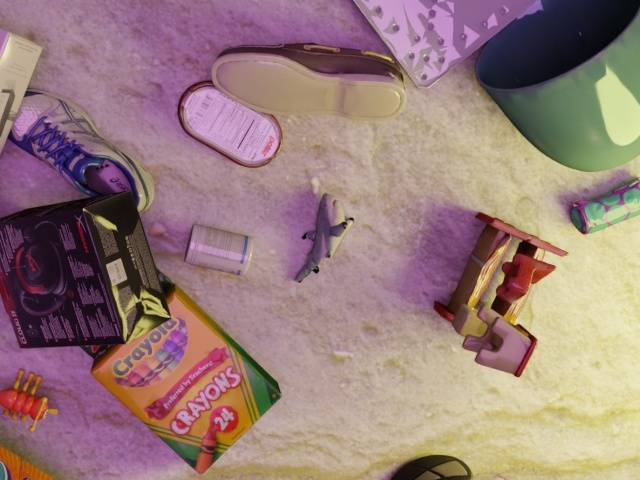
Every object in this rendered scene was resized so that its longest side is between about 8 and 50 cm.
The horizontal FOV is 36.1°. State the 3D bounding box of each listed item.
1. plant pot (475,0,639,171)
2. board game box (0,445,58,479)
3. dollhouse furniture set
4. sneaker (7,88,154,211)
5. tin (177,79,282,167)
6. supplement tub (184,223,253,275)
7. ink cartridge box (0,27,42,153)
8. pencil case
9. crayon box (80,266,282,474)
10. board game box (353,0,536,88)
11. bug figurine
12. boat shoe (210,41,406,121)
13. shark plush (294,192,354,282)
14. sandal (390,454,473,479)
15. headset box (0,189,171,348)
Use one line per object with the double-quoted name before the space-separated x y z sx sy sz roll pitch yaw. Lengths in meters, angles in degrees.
"plant pot" 0.441 -0.256 1.625 0.293 0.293 0.235 -39 117 -1
"board game box" -0.582 0.553 1.498 0.356 0.356 0.356 -45 115 9
"dollhouse furniture set" 0.323 0.092 1.614 0.152 0.374 0.201 24 97 -8
"sneaker" -0.394 -0.147 1.581 0.296 0.131 0.112 33 95 -11
"tin" -0.152 -0.195 1.660 0.190 0.040 0.106 29 98 -13
"supplement tub" -0.173 0.017 1.674 0.107 0.071 0.071 15 97 -11
"ink cartridge box" -0.552 -0.237 1.529 0.159 0.092 0.218 25 94 21
"pencil case" 0.530 -0.064 1.775 0.152 0.064 0.070 -22 118 -5
"crayon box" -0.247 0.222 1.692 0.202 0.081 0.318 -45 103 1
"board game box" 0.202 -0.524 1.653 0.390 0.050 0.390 -39 103 -1
"bug figurine" -0.580 0.348 1.664 0.216 0.072 0.279 19 96 -11
"boat shoe" -0.019 -0.276 1.637 0.324 0.096 0.116 6 138 -7
"shark plush" 0.000 0.000 1.724 0.067 0.073 0.161 30 115 7
"sandal" 0.155 0.509 1.802 0.303 0.120 0.086 -43 131 2
"headset box" -0.402 0.051 1.560 0.293 0.110 0.218 -8 104 37
